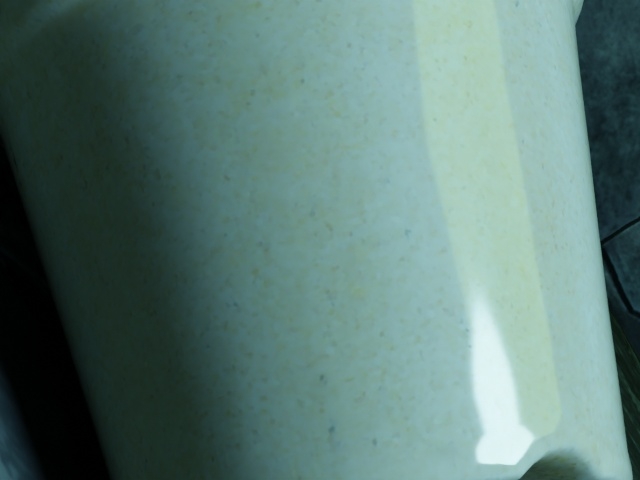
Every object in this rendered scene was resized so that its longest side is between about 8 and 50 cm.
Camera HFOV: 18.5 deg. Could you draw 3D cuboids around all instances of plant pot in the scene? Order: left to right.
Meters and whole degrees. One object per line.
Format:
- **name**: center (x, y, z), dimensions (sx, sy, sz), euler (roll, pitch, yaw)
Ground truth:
- **plant pot**: center (0.000, 0.000, 0.913), dimensions (0.334, 0.333, 0.305), euler (32, 43, -63)
